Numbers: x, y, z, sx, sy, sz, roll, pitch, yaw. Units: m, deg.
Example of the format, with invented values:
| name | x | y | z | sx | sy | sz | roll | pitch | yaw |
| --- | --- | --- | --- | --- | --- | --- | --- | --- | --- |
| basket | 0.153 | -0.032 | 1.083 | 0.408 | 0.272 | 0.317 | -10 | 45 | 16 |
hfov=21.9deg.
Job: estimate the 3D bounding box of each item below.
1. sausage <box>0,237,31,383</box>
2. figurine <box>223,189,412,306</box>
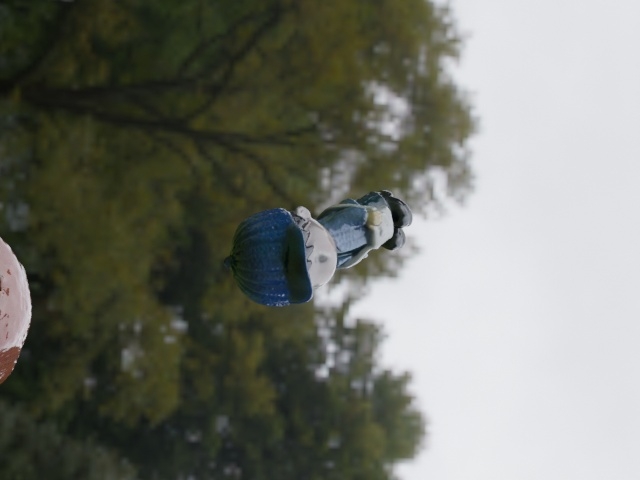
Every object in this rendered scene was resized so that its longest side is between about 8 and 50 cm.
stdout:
| name | x | y | z | sx | sy | sz | roll | pitch | yaw |
| --- | --- | --- | --- | --- | --- | --- | --- | --- | --- |
| sausage | -0.352 | 0.071 | 1.567 | 0.280 | 0.152 | 0.152 | 124 | -32 | -67 |
| figurine | 0.000 | 0.000 | 1.281 | 0.087 | 0.149 | 0.086 | 47 | -38 | 24 |
